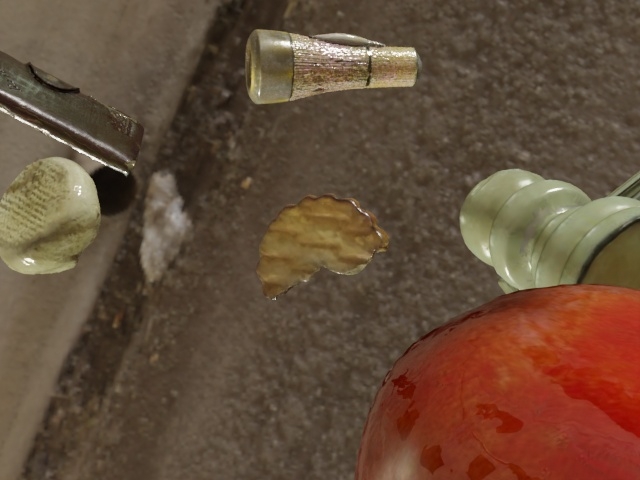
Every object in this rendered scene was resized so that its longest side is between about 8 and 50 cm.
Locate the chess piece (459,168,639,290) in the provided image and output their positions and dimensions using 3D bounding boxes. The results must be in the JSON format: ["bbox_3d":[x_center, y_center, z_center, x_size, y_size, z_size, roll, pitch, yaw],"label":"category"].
[{"bbox_3d":[0.206,0.002,0.931,0.133,0.133,0.243,-65,28,9],"label":"chess piece"}]

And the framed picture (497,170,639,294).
[{"bbox_3d":[0.337,0.025,0.977,0.296,0.019,0.232,-39,54,6],"label":"framed picture"}]

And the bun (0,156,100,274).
[{"bbox_3d":[-0.182,-0.013,0.732,0.086,0.055,0.086,-18,53,26],"label":"bun"}]

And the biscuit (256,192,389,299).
[{"bbox_3d":[0.000,0.000,1.373,0.183,0.061,0.118,-20,78,23],"label":"biscuit"}]

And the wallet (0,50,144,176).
[{"bbox_3d":[-0.297,-0.151,1.136,0.031,0.232,0.122,-56,19,22],"label":"wallet"}]

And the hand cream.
[{"bbox_3d":[0.018,-0.198,1.223,0.084,0.203,0.084,179,90,-80],"label":"hand cream"}]

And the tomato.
[{"bbox_3d":[0.174,0.176,0.586,0.325,0.290,0.293,29,130,28],"label":"tomato"}]
